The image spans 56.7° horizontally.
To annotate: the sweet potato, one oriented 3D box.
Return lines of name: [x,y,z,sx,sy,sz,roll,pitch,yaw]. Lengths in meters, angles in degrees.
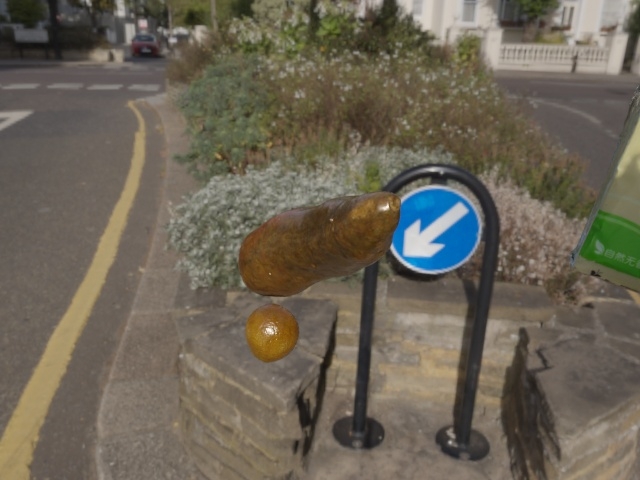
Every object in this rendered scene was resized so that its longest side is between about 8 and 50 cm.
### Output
sweet potato: [0.002,-0.001,0.619,0.097,0.097,0.292,-14,-6,-36]

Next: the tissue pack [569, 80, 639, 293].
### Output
tissue pack: [0.581,-0.045,0.763,0.405,0.331,0.205,22,17,20]

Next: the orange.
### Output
orange: [-0.070,0.132,0.847,0.085,0.085,0.085,1,20,0]
